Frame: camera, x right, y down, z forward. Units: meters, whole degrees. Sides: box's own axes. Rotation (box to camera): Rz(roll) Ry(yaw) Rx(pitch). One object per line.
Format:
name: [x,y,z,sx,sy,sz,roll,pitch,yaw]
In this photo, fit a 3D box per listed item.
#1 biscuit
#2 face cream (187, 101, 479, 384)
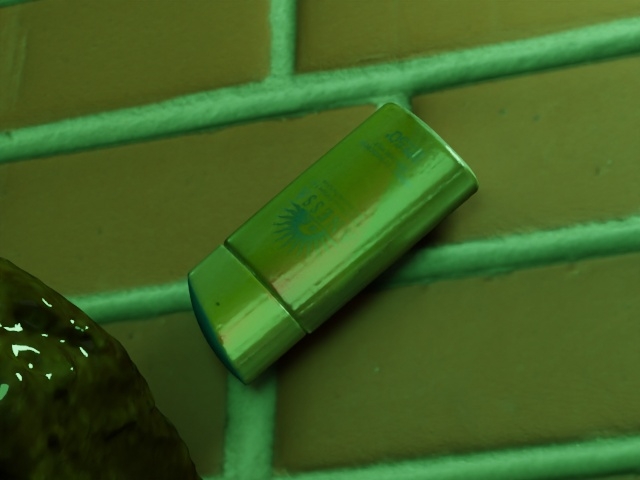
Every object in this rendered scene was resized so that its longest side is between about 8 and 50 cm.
biscuit: [-0.290,0.149,1.410,0.342,0.395,0.166,18,62,26]
face cream: [0.000,0.000,1.582,0.285,0.067,0.139,-41,52,-6]
